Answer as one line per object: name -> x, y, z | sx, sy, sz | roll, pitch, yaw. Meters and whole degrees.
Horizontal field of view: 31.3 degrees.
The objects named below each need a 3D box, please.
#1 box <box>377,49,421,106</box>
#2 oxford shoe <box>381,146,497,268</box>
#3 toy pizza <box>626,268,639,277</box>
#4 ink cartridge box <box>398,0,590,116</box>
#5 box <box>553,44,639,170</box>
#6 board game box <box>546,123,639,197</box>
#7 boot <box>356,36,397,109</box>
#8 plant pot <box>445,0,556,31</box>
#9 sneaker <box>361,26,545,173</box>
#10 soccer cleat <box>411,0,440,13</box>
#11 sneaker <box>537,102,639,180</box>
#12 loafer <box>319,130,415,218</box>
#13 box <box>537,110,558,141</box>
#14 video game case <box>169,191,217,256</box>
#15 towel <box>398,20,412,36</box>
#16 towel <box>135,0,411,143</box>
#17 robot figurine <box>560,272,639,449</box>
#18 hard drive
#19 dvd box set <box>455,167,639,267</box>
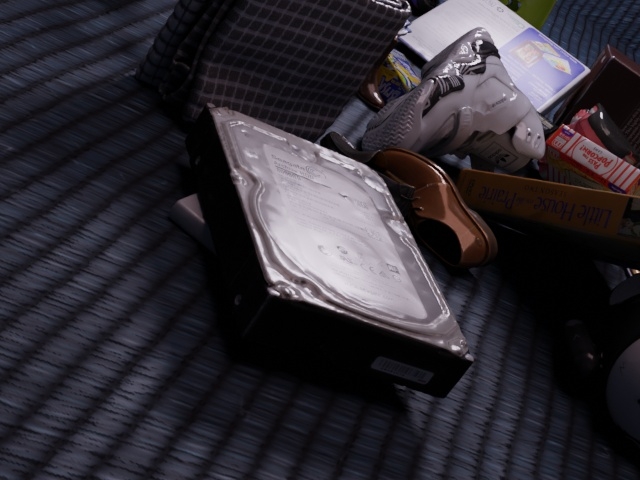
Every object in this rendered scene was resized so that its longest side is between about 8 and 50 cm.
box -> 0.123, -0.247, 1.830 | 0.054, 0.059, 0.169 | 19, 29, -29
oxford shoe -> 0.134, -0.045, 1.466 | 0.076, 0.076, 0.212 | -13, 50, -45
toy pizza -> 0.575, 0.089, 1.824 | 0.201, 0.032, 0.201 | 28, 25, -14
ink cartridge box -> 0.323, -0.343, 2.209 | 0.304, 0.072, 0.307 | 42, 50, 13
box -> 0.678, -0.204, 2.301 | 0.381, 0.191, 0.143 | 33, 23, -5
board game box -> 0.421, -0.078, 1.764 | 0.147, 0.045, 0.193 | 37, -15, 27
boot -> 0.094, -0.273, 1.773 | 0.037, 0.114, 0.106 | 3, 41, -52
plant pot -> 0.387, -0.513, 2.466 | 0.207, 0.228, 0.227 | 30, 25, 3
sneaker -> 0.211, -0.159, 1.670 | 0.210, 0.137, 0.366 | 50, 42, -8
soccer cleat -> 0.219, -0.576, 2.529 | 0.116, 0.108, 0.318 | 17, 24, 9
sneaker -> 0.426, -0.136, 1.872 | 0.116, 0.136, 0.314 | 53, 6, 0
loafer -> 0.063, -0.091, 1.467 | 0.062, 0.061, 0.170 | 0, 41, -50
box -> 0.303, -0.212, 1.973 | 0.180, 0.077, 0.147 | 40, 25, 11
video game case -> -0.023, 0.013, 1.210 | 0.227, 0.026, 0.206 | 39, 25, 9
towel -> 0.012, -0.374, 1.885 | 0.209, 0.034, 0.285 | 22, 20, 19
towel -> -0.048, -0.238, 1.390 | 0.284, 0.235, 0.121 | 4, 42, -49
robot figurine -> 0.415, 0.143, 1.361 | 0.173, 0.209, 0.278 | 58, 18, -17
hard drive -> 0.000, 0.000, 1.158 | 0.237, 0.064, 0.339 | 21, 27, -28
dvd box set -> 0.414, -0.006, 1.520 | 0.308, 0.062, 0.420 | 19, -1, -30
